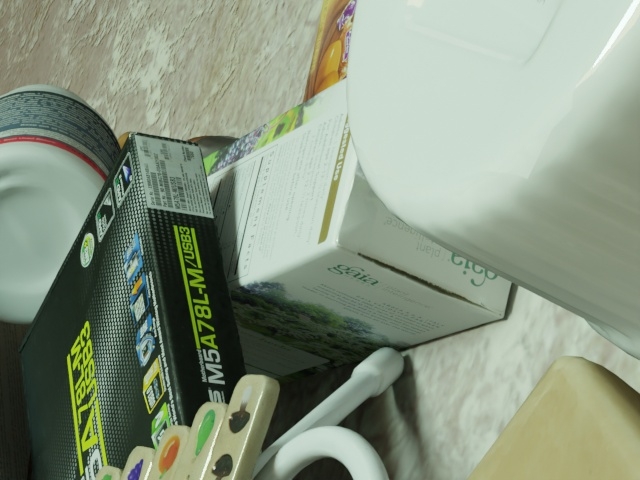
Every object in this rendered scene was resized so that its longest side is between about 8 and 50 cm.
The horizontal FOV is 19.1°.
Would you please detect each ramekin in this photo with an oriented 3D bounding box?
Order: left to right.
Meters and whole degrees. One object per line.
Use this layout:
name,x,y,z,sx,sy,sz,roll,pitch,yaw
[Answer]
ramekin,0.125,-0.100,0.706,0.277,0.135,0.277,-48,31,41

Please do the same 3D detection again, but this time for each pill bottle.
pill bottle,-0.170,-0.031,1.135,0.108,0.108,0.180,-61,14,17

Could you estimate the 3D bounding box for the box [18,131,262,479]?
box,-0.096,0.076,0.939,0.184,0.045,0.190,-54,37,40

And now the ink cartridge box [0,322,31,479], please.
ink cartridge box,-0.218,0.098,1.143,0.066,0.261,0.296,-19,43,3

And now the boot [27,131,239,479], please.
boot,-0.139,0.048,1.207,0.280,0.096,0.264,7,77,67

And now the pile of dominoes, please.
pile of dominoes,-0.108,0.169,0.785,0.251,0.040,0.196,-34,38,49

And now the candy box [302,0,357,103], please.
candy box,0.057,-0.105,0.965,0.187,0.053,0.109,-28,45,55

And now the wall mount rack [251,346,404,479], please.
wall mount rack,-0.040,0.199,0.825,0.350,0.130,0.304,-53,31,25

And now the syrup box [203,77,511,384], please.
syrup box,0.000,0.000,0.945,0.237,0.093,0.096,-25,48,59

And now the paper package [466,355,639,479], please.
paper package,0.077,0.245,0.443,0.325,0.168,0.309,-55,27,14
